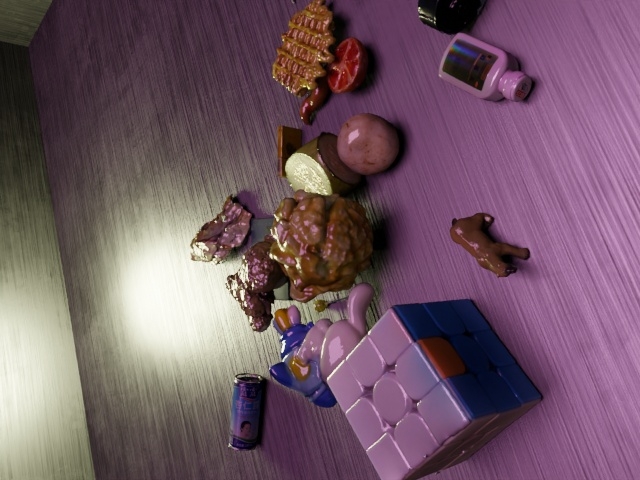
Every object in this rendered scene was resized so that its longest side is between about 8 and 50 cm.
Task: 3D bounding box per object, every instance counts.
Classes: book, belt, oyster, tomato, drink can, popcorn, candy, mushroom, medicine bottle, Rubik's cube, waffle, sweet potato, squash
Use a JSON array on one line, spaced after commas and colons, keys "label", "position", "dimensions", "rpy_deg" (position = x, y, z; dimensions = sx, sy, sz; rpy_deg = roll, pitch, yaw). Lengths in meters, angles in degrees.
[{"label": "book", "position": [-0.158, 0.058, 2.009], "dimensions": [0.191, 0.025, 0.269], "rpy_deg": [-3, 87, 45]}, {"label": "belt", "position": [0.318, -0.577, 1.435], "dimensions": [0.078, 0.151, 0.198], "rpy_deg": [46, 111, 42]}, {"label": "oyster", "position": [-0.373, -0.016, 2.181], "dimensions": [0.354, 0.107, 0.201], "rpy_deg": [-45, 55, 36]}, {"label": "tomato", "position": [0.086, -0.478, 1.728], "dimensions": [0.156, 0.069, 0.155], "rpy_deg": [-14, 72, 53]}, {"label": "drink can", "position": [-0.246, 0.563, 2.039], "dimensions": [0.097, 0.097, 0.235], "rpy_deg": [9, 95, 46]}, {"label": "popcorn", "position": [0.003, 0.004, 1.663], "dimensions": [0.279, 0.335, 0.274], "rpy_deg": [-9, 67, 15]}, {"label": "candy", "position": [0.031, 0.181, 1.808], "dimensions": [0.123, 0.035, 0.035], "rpy_deg": [-20, 118, 35]}, {"label": "mushroom", "position": [0.124, -0.253, 1.638], "dimensions": [0.167, 0.127, 0.166], "rpy_deg": [3, 112, 6]}, {"label": "medicine bottle", "position": [0.377, -0.386, 1.417], "dimensions": [0.219, 0.078, 0.115], "rpy_deg": [42, 117, 39]}, {"label": "Rubik's cube", "position": [0.245, 0.330, 1.386], "dimensions": [0.291, 0.292, 0.290], "rpy_deg": [-53, 55, 32]}, {"label": "waffle", "position": [-0.050, -0.556, 1.842], "dimensions": [0.307, 0.060, 0.311], "rpy_deg": [-41, 46, 43]}, {"label": "sweet potato", "position": [-0.010, -0.434, 1.842], "dimensions": [0.202, 0.055, 0.058], "rpy_deg": [-59, 9, 29]}, {"label": "squash", "position": [-0.025, -0.169, 1.759], "dimensions": [0.261, 0.189, 0.189], "rpy_deg": [-32, 66, 36]}]

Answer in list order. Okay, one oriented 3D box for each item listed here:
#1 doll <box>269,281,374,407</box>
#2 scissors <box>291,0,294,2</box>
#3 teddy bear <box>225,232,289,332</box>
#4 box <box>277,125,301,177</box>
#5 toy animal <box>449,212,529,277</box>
[{"label": "doll", "position": [0.014, 0.323, 1.731], "dimensions": [0.366, 0.187, 0.375], "rpy_deg": [-8, 59, 38]}, {"label": "scissors", "position": [-0.093, -0.806, 1.966], "dimensions": [0.058, 0.014, 0.119], "rpy_deg": [-23, 69, 45]}, {"label": "teddy bear", "position": [-0.177, 0.105, 1.829], "dimensions": [0.256, 0.156, 0.267], "rpy_deg": [-50, 29, 48]}, {"label": "box", "position": [-0.095, -0.269, 1.903], "dimensions": [0.023, 0.087, 0.155], "rpy_deg": [1, 89, 45]}, {"label": "toy animal", "position": [0.369, 0.016, 1.401], "dimensions": [0.218, 0.101, 0.103], "rpy_deg": [51, 122, 34]}]
